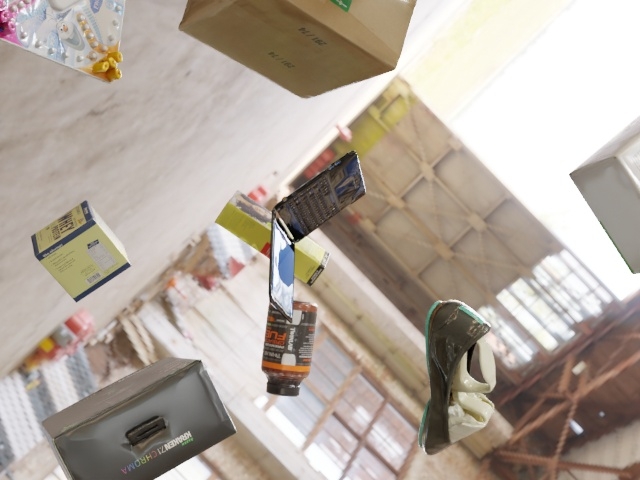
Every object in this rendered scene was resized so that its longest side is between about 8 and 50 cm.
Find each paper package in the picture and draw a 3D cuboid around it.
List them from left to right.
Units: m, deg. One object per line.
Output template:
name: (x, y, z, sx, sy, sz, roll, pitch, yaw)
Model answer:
paper package: (-0.042, -0.419, 1.587, 0.309, 0.325, 0.168, -6, -115, 52)

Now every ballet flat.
ballet flat: (0.188, 0.208, 1.192, 0.095, 0.096, 0.280, -45, 143, -42)

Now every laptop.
laptop: (0.000, 0.000, 1.539, 0.264, 0.136, 0.234, -35, 164, -3)

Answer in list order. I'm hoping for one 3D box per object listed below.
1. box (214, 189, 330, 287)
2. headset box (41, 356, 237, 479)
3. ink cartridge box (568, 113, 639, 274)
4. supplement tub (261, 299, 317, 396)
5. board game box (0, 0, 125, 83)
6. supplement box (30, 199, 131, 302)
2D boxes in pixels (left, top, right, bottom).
box: (-0.093, -0.005, 1.733, 0.058, 0.232, 0.087, -53, -174, 22)
headset box: (-0.294, 0.297, 1.369, 0.246, 0.131, 0.283, -26, -176, -21)
ink cartridge box: (0.568, -0.108, 1.395, 0.278, 0.201, 0.117, -36, -174, -25)
supplement tub: (-0.067, 0.222, 1.805, 0.106, 0.106, 0.198, 137, -40, -85)
board game box: (-0.601, -0.613, 2.042, 0.050, 0.390, 0.390, 0, 170, 36)
supplement box: (-0.292, 0.013, 1.058, 0.083, 0.083, 0.056, -34, -146, -4)
